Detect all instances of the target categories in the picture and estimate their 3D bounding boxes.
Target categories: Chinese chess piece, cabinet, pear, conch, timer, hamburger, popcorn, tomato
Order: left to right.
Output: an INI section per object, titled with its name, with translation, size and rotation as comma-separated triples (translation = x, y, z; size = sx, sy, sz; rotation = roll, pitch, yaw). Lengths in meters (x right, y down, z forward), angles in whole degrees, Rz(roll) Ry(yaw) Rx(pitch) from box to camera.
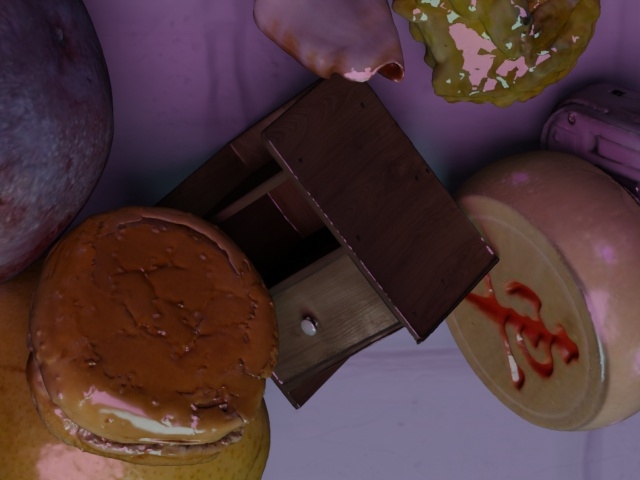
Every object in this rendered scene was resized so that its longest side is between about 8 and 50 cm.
[tomato]
translation = -0.315, -0.108, 1.403
size = 0.282, 0.317, 0.317
rotation = -19, 117, 25
[pear]
translation = -0.208, 0.165, 1.564
size = 0.314, 0.314, 0.314
rotation = -1, 116, -3
[hamburger]
translation = -0.136, 0.073, 1.408
size = 0.213, 0.214, 0.108
rotation = 22, 146, -13
[cabinet]
translation = 0.000, 0.000, 1.501
size = 0.175, 0.148, 0.215
rotation = -31, 99, 44
[conch]
translation = 0.008, -0.189, 1.477
size = 0.104, 0.176, 0.094
rotation = -13, 163, -35
[popcorn]
translation = 0.142, -0.195, 1.495
size = 0.173, 0.142, 0.173
rotation = 4, 140, 3
[Chinese chess piece]
translation = 0.201, 0.046, 1.548
size = 0.097, 0.251, 0.251
rotation = -26, 120, -28
[timer]
translation = 0.271, -0.028, 1.549
size = 0.069, 0.191, 0.208
rotation = -24, 118, -27
